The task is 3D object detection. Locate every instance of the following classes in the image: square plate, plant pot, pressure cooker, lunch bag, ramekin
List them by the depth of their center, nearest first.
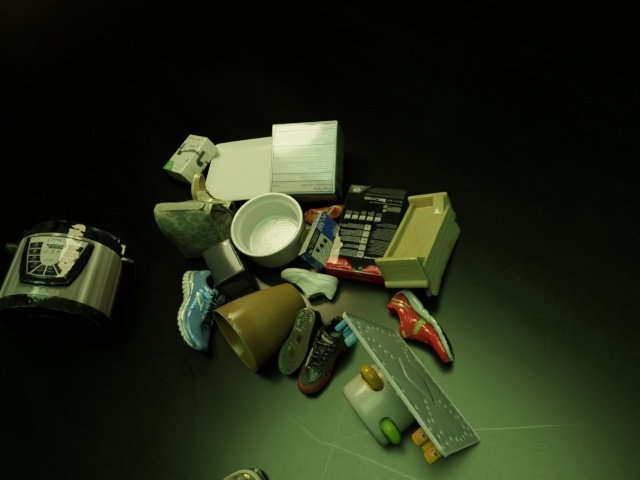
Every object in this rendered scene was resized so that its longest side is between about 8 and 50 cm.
[{"bbox_3d":[-0.178,0.259,1.437,0.254,0.237,0.237,-33,55,-26],"label":"plant pot"},{"bbox_3d":[-0.937,0.125,1.610,0.376,0.370,0.420,-17,53,24],"label":"pressure cooker"},{"bbox_3d":[-0.452,-0.060,1.649,0.235,0.287,0.168,1,59,16],"label":"lunch bag"},{"bbox_3d":[-0.185,-0.032,1.650,0.277,0.135,0.277,-7,58,11],"label":"ramekin"},{"bbox_3d":[-0.327,-0.302,1.909,0.344,0.049,0.347,-4,57,14],"label":"square plate"}]

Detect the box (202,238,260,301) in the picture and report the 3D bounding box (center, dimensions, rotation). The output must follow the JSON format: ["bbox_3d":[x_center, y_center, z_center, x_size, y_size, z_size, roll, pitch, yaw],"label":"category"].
[{"bbox_3d":[-0.309,0.120,1.546,0.108,0.207,0.153,-30,56,-5],"label":"box"}]

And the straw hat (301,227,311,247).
[{"bbox_3d":[-0.031,0.031,1.617,0.061,0.145,0.144,-33,43,44],"label":"straw hat"}]

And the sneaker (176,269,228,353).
[{"bbox_3d":[-0.411,0.237,1.546,0.147,0.129,0.329,-15,56,8],"label":"sneaker"}]

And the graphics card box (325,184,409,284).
[{"bbox_3d":[0.179,-0.027,1.584,0.233,0.094,0.370,7,61,19],"label":"graphics card box"}]

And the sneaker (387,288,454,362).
[{"bbox_3d":[0.309,0.281,1.366,0.118,0.107,0.279,-38,49,3],"label":"sneaker"}]

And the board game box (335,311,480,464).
[{"bbox_3d":[0.234,0.379,1.149,0.050,0.390,0.390,-44,57,9],"label":"board game box"}]

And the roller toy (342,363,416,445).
[{"bbox_3d":[0.167,0.450,1.224,0.146,0.191,0.209,-36,74,-10],"label":"roller toy"}]

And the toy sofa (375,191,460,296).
[{"bbox_3d":[0.334,0.013,1.456,0.150,0.177,0.362,-4,38,38],"label":"toy sofa"}]

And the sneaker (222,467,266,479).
[{"bbox_3d":[-0.349,0.750,1.173,0.410,0.182,0.158,-33,57,-7],"label":"sneaker"}]

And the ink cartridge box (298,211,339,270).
[{"bbox_3d":[0.000,0.000,1.582,0.046,0.097,0.207,-32,26,44],"label":"ink cartridge box"}]

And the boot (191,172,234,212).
[{"bbox_3d":[-0.436,-0.168,1.784,0.165,0.213,0.077,4,18,15],"label":"boot"}]

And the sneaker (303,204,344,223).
[{"bbox_3d":[0.016,-0.099,1.694,0.175,0.067,0.064,-6,97,28],"label":"sneaker"}]

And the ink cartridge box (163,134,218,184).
[{"bbox_3d":[-0.583,-0.369,1.970,0.153,0.087,0.208,19,69,39],"label":"ink cartridge box"}]

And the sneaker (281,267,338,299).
[{"bbox_3d":[-0.048,0.158,1.541,0.212,0.080,0.094,9,73,18],"label":"sneaker"}]

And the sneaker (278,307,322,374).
[{"bbox_3d":[-0.055,0.330,1.423,0.083,0.118,0.222,24,87,21],"label":"sneaker"}]

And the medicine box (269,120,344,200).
[{"bbox_3d":[-0.050,-0.306,1.726,0.264,0.149,0.289,1,84,15],"label":"medicine box"}]

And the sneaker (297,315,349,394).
[{"bbox_3d":[0.011,0.349,1.365,0.098,0.135,0.276,28,70,25],"label":"sneaker"}]
